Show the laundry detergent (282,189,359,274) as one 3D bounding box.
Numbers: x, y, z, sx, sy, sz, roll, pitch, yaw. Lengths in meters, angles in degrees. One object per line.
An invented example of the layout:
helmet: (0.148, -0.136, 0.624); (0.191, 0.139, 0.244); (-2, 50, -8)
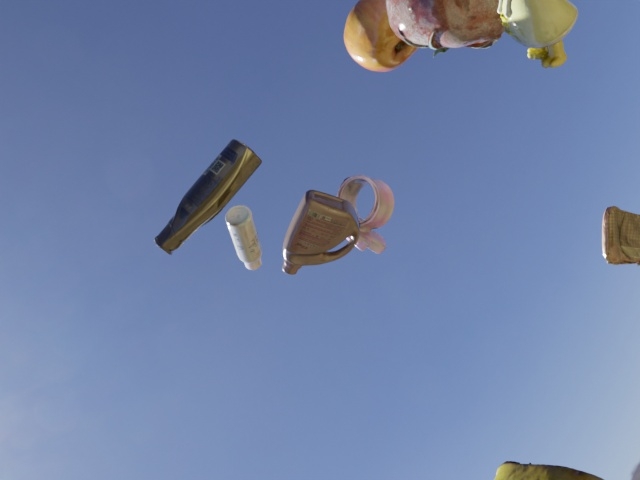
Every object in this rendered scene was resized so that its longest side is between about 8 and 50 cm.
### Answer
laundry detergent: (0.000, 0.000, 1.458); (0.171, 0.076, 0.237); (17, -56, -11)

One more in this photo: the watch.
watch: (0.158, -0.110, 2.097); (0.211, 0.248, 0.217); (7, -59, -49)

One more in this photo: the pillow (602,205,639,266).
pillow: (0.704, -0.004, 1.311); (0.211, 0.034, 0.135); (4, -93, -27)

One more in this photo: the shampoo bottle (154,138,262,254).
shampoo bottle: (-0.306, -0.111, 1.558); (0.350, 0.126, 0.084); (-51, -42, -7)

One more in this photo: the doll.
doll: (0.347, -0.431, 1.011); (0.117, 0.141, 0.296); (-38, -57, 21)

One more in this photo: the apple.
apple: (0.204, -0.649, 1.845); (0.242, 0.241, 0.242); (-14, -42, -13)

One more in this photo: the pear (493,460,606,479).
pear: (0.441, 0.578, 1.012); (0.191, 0.387, 0.340); (-37, -54, -39)

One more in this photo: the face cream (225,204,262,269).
face cream: (-0.227, 0.001, 1.797); (0.082, 0.082, 0.269); (-47, -26, -23)

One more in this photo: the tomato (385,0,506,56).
tomato: (0.312, -0.587, 1.412); (0.317, 0.317, 0.282); (-20, -61, -44)
